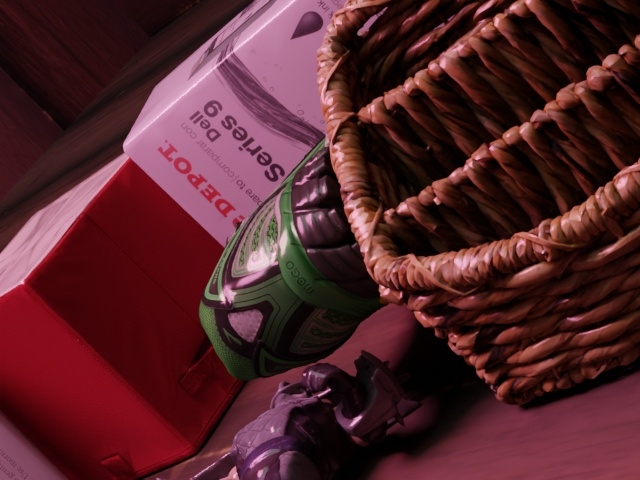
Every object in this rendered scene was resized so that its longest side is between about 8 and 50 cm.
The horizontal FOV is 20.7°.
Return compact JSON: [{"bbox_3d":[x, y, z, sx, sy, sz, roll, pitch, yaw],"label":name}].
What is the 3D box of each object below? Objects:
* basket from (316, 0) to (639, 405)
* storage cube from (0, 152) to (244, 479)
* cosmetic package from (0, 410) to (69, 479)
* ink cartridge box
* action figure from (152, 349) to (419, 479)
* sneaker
[{"bbox_3d":[0.144,-0.078,0.941,0.299,0.223,0.213,-34,17,30],"label":"basket"},{"bbox_3d":[-0.175,0.071,1.449,0.215,0.193,0.183,-26,22,48],"label":"storage cube"},{"bbox_3d":[-0.367,0.282,1.332,0.385,0.217,0.156,-44,13,-10],"label":"cosmetic package"},{"bbox_3d":[0.021,-0.106,1.385,0.289,0.211,0.121,-38,17,26],"label":"ink cartridge box"},{"bbox_3d":[-0.030,0.147,1.034,0.185,0.099,0.285,-44,10,20],"label":"action figure"},{"bbox_3d":[0.000,0.000,1.173,0.146,0.134,0.343,-36,-2,16],"label":"sneaker"}]
